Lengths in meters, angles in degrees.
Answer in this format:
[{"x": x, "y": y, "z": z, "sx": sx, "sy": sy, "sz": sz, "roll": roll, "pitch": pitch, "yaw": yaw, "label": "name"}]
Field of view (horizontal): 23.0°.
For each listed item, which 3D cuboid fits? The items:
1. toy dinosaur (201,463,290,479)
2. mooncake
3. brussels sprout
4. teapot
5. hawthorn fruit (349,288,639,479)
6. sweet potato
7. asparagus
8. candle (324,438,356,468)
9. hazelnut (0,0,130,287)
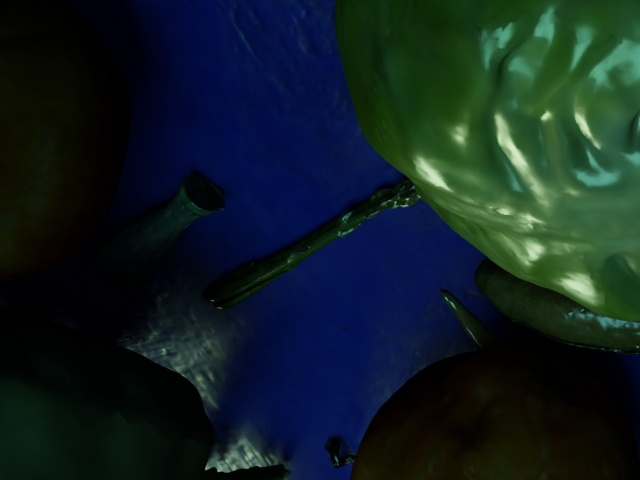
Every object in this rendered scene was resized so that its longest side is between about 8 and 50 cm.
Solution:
[{"x": -0.083, "y": 0.276, "z": 1.257, "sx": 0.152, "sy": 0.194, "sz": 0.177, "roll": -9, "pitch": 102, "yaw": 19, "label": "toy dinosaur"}, {"x": -0.255, "y": 0.133, "z": 1.091, "sx": 0.356, "sy": 0.194, "sz": 0.356, "roll": 20, "pitch": 172, "yaw": 3, "label": "mooncake"}, {"x": 0.146, "y": -0.102, "z": 0.775, "sx": 0.273, "sy": 0.242, "sz": 0.317, "roll": 50, "pitch": 147, "yaw": -6, "label": "brussels sprout"}, {"x": -0.111, "y": -0.008, "z": 1.109, "sx": 0.043, "sy": 0.043, "sz": 0.111, "roll": 42, "pitch": 127, "yaw": -13, "label": "teapot"}, {"x": 0.113, "y": 0.159, "z": 1.049, "sx": 0.211, "sy": 0.210, "sz": 0.262, "roll": 4, "pitch": 118, "yaw": 20, "label": "hawthorn fruit"}, {"x": 0.224, "y": 0.042, "z": 0.982, "sx": 0.273, "sy": 0.075, "sz": 0.075, "roll": 2, "pitch": 128, "yaw": 22, "label": "sweet potato"}, {"x": 0.000, "y": 0.000, "z": 1.078, "sx": 0.233, "sy": 0.022, "sz": 0.023, "roll": -29, "pitch": 68, "yaw": 40, "label": "asparagus"}, {"x": 0.070, "y": 0.208, "z": 1.219, "sx": 0.167, "sy": 0.021, "sz": 0.026, "roll": 34, "pitch": 132, "yaw": -7, "label": "candle"}, {"x": -0.247, "y": -0.072, "z": 0.995, "sx": 0.252, "sy": 0.217, "sz": 0.217, "roll": 14, "pitch": 134, "yaw": 37, "label": "hazelnut"}]
